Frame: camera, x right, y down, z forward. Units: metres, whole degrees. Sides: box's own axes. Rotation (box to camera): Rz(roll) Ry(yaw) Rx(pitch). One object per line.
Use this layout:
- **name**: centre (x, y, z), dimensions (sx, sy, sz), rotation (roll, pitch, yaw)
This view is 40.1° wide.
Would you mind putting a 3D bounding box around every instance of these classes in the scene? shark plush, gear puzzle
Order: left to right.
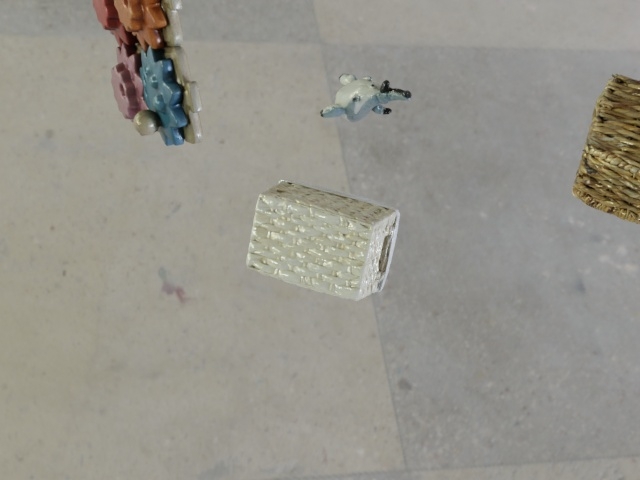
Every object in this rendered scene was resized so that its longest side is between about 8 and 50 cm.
- **gear puzzle**: centre (-0.170, -0.242, 0.707), dimensions (0.044, 0.339, 0.175), rotation (-18, 20, -23)
- **shark plush**: centre (0.074, -0.200, 1.221), dimensions (0.067, 0.161, 0.073), rotation (37, 59, -29)

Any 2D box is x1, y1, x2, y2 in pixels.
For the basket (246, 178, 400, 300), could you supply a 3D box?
- **basket**: centre (0.000, 0.000, 1.090), dimensions (0.167, 0.113, 0.103), rotation (16, 16, 17)

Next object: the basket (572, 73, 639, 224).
- **basket**: centre (0.531, -0.075, 1.294), dimensions (0.299, 0.223, 0.213), rotation (16, 54, 15)
